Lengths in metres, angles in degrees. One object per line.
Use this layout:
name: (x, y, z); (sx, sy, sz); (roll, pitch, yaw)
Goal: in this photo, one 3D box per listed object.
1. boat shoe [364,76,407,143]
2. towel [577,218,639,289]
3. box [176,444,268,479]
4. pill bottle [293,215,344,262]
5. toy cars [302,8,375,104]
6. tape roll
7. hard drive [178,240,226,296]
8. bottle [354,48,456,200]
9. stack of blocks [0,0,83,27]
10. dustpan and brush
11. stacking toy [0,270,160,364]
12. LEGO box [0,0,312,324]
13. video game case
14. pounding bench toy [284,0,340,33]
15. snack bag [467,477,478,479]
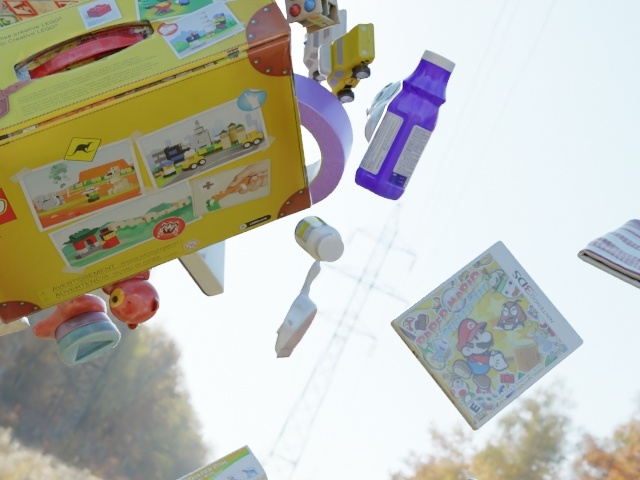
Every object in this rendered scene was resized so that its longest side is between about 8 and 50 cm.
boat shoe: (0.146, -0.289, 2.401); (0.088, 0.267, 0.096); (-6, -54, 34)
towel: (0.576, 0.039, 1.765); (0.237, 0.037, 0.329); (27, 21, 23)
box: (-0.209, 0.533, 2.212); (0.103, 0.203, 0.114); (45, -25, 51)
pill bottle: (0.000, 0.000, 1.838); (0.065, 0.065, 0.116); (33, 3, -24)
toy cars: (0.016, -0.378, 2.161); (0.087, 0.176, 0.394); (7, 17, -16)
tape roll: (-0.077, -0.195, 2.107); (0.275, 0.090, 0.275); (8, -49, 10)
hard drive: (-0.219, -0.089, 1.848); (0.040, 0.319, 0.210); (-15, -43, 14)
bottle: (0.162, -0.215, 1.994); (0.092, 0.283, 0.118); (28, 9, 22)
stack of blocks: (-0.409, -0.366, 1.635); (0.171, 0.087, 0.297); (4, -21, 16)
dustpan and brush: (-0.038, 0.130, 2.127); (0.060, 0.211, 0.147); (35, 1, 12)
stacking toy: (-0.477, 0.158, 2.099); (0.279, 0.130, 0.309); (-4, -32, -45)
LEGO box: (-0.283, -0.135, 1.486); (0.372, 0.500, 0.193); (84, -18, -54)
video game case: (0.255, 0.141, 1.633); (0.206, 0.227, 0.026); (52, -17, 10)
pounding bench toy: (-0.016, -0.331, 1.435); (0.052, 0.083, 0.065); (-13, -12, 27)
snack bag: (0.411, 0.498, 1.624); (0.323, 0.037, 0.342); (29, 8, -43)
